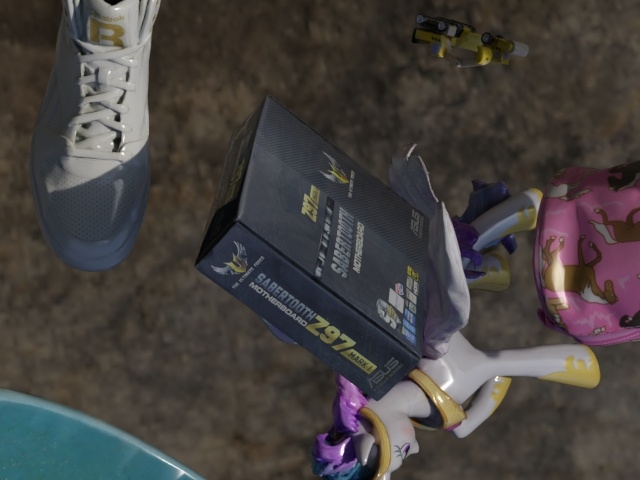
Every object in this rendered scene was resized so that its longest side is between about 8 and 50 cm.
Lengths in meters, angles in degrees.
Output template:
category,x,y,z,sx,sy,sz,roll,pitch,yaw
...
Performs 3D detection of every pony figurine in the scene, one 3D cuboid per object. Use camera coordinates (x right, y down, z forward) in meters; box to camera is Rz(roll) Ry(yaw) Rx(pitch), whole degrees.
category,x,y,z,sx,sy,sz,roll,pitch,yaw
pony figurine,0.098,0.070,1.792,0.302,0.351,0.363,-10,-169,47

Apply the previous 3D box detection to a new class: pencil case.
category,x,y,z,sx,sy,sz,roll,pitch,yaw
pencil case,0.379,0.003,1.580,0.386,0.167,0.160,-4,127,28

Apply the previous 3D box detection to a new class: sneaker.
category,x,y,z,sx,sy,sz,roll,pitch,yaw
sneaker,-0.188,-0.134,1.489,0.108,0.293,0.169,3,161,-5

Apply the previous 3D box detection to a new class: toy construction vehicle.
category,x,y,z,sx,sy,sz,roll,pitch,yaw
toy construction vehicle,0.125,-0.170,1.570,0.086,0.098,0.035,3,107,-53

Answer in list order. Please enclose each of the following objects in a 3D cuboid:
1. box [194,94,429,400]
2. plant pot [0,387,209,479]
category,x,y,z,sx,sy,sz,roll,pitch,yaw
box,0.000,0.000,1.439,0.183,0.233,0.059,37,115,-14
plant pot,-0.116,0.238,0.672,0.271,0.272,0.255,27,106,-46
